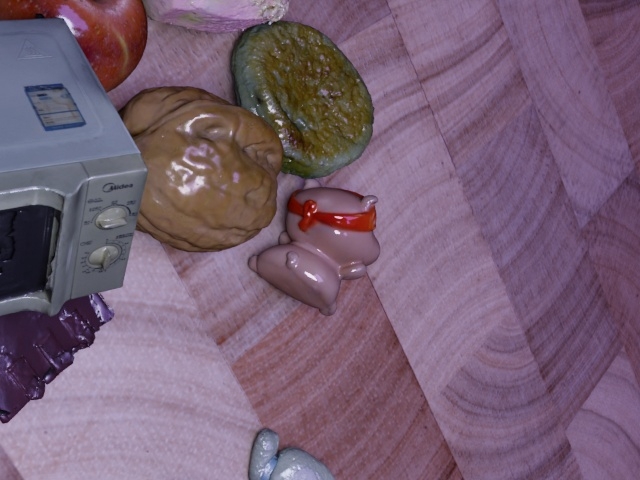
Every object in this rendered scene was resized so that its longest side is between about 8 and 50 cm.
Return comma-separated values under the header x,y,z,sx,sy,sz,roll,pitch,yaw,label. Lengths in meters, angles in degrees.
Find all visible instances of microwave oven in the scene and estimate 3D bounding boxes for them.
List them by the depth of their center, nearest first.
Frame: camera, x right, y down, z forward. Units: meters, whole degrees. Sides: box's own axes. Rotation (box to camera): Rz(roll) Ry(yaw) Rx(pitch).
x,y,z,sx,sy,sz,roll,pitch,yaw,label
-0.397,-0.057,0.831,0.354,0.218,0.286,-14,55,-33,microwave oven

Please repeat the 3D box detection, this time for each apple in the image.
x,y,z,sx,sy,sz,roll,pitch,yaw,label
-0.320,-0.274,1.030,0.201,0.162,0.201,25,50,-34,apple

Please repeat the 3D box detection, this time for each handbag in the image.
x,y,z,sx,sy,sz,roll,pitch,yaw,label
-0.379,0.085,0.991,0.216,0.074,0.203,59,44,-22,handbag

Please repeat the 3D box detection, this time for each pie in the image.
x,y,z,sx,sy,sz,roll,pitch,yaw,label
-0.028,-0.231,1.326,0.277,0.078,0.277,19,62,-39,pie

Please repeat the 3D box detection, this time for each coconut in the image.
x,y,z,sx,sy,sz,roll,pitch,yaw,label
-0.160,-0.410,1.142,0.245,0.233,0.233,2,85,-43,coconut

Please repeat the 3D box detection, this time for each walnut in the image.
x,y,z,sx,sy,sz,roll,pitch,yaw,label
-0.166,-0.097,1.115,0.257,0.257,0.225,6,50,-41,walnut

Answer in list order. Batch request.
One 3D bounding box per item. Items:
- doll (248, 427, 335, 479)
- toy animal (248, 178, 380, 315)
x,y,z,sx,sy,sz,roll,pitch,yaw,label
-0.033,0.384,1.274,0.214,0.071,0.103,47,64,-13,doll
0.000,0.000,1.289,0.171,0.171,0.198,40,75,-32,toy animal
